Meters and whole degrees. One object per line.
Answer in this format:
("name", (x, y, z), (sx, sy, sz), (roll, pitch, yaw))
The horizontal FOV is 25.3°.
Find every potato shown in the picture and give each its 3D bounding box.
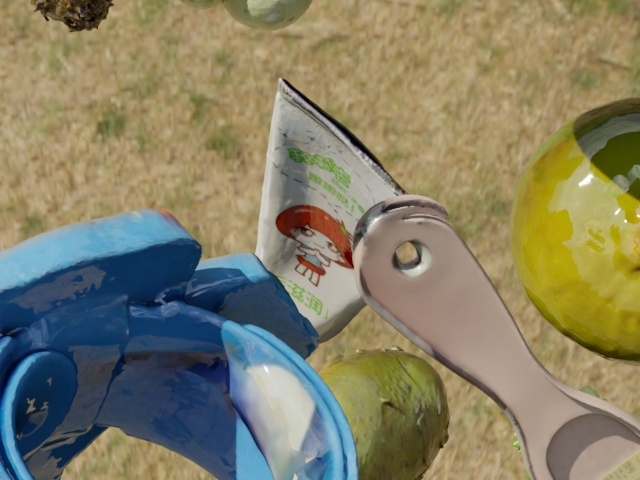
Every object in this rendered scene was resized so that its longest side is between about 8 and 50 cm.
("potato", (0.026, 0.211, 1.443), (0.141, 0.176, 0.298), (1, 18, 37))

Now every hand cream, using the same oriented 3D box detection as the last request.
("hand cream", (0.000, 0.000, 1.043), (0.121, 0.336, 0.076), (38, 68, 9))

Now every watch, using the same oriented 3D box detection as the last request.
("watch", (-0.092, 0.141, 0.912), (0.305, 0.241, 0.274), (-9, 47, -35))

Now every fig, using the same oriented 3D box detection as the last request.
("fig", (0.252, -0.015, 1.091), (0.207, 0.207, 0.230), (25, 28, 12))

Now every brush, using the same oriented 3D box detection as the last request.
("brush", (0.111, 0.084, 0.721), (0.072, 0.313, 0.067), (-42, 27, 5))

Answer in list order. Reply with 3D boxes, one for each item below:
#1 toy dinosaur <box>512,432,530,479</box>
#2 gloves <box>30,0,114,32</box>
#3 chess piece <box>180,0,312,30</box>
("toy dinosaur", (0.353, 0.343, 2.087), (0.194, 0.152, 0.177), (-16, 30, -4))
("gloves", (-0.169, -0.278, 1.066), (0.135, 0.312, 0.210), (29, 68, -26))
("chess piece", (-0.121, -0.283, 1.369), (0.251, 0.144, 0.144), (22, 55, -17))
